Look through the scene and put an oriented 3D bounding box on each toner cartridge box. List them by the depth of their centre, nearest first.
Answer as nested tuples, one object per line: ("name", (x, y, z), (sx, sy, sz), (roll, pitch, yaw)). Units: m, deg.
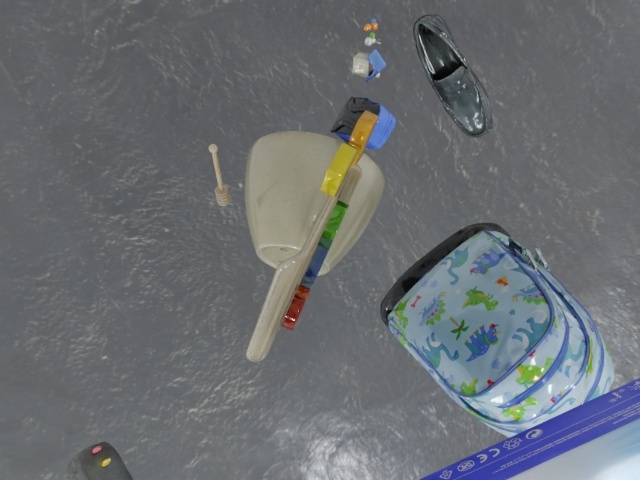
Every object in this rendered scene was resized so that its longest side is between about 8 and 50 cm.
("toner cartridge box", (0.261, 0.225, 0.472), (0.348, 0.075, 0.165), (-26, 88, 2))

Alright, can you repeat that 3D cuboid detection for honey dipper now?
("honey dipper", (-0.210, -0.137, 1.157), (0.031, 0.160, 0.030), (0, 50, 0))

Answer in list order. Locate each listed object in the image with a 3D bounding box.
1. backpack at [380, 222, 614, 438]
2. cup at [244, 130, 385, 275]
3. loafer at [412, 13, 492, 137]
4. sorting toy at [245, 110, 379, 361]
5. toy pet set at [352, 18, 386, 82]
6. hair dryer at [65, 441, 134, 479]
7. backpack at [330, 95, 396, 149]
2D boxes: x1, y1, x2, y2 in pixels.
("backpack", (0.274, 0.145, 0.887), (0.290, 0.273, 0.355), (-40, 51, 7))
("cup", (-0.035, -0.057, 1.288), (0.332, 0.331, 0.236), (9, 67, 10))
("loafer", (0.216, -0.268, 0.932), (0.076, 0.078, 0.223), (-23, 102, 33))
("sorting toy", (0.000, 0.000, 0.713), (0.041, 0.229, 0.307), (27, 134, 4))
("toy pet set", (0.122, -0.410, 1.244), (0.065, 0.114, 0.122), (18, 133, 18))
("hair dryer", (-0.087, 0.296, 0.470), (0.294, 0.080, 0.223), (30, 131, 19))
("backpack", (0.103, -0.245, 1.185), (0.101, 0.120, 0.097), (24, 92, -36))
